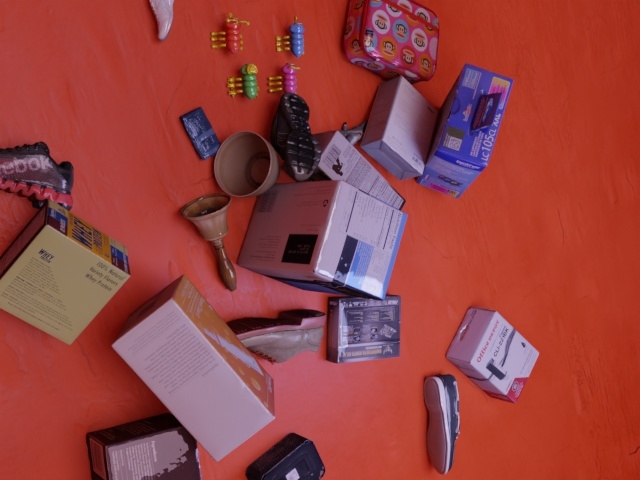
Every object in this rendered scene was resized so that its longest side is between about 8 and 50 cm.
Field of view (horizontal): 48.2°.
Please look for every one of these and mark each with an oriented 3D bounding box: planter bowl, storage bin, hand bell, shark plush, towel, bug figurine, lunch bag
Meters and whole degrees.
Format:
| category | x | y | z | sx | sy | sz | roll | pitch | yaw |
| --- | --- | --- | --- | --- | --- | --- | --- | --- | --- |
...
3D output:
| category | x | y | z | sx | sy | sz | roll | pitch | yaw |
| --- | --- | --- | --- | --- | --- | --- | --- | --- | --- |
| planter bowl | -0.166 | -0.181 | 1.771 | 0.109 | 0.162 | 0.162 | 11 | 85 | -63 |
| storage bin | -0.091 | 0.609 | 1.882 | 0.180 | 0.084 | 0.122 | -33 | 110 | -31 |
| hand bell | -0.246 | 0.019 | 1.757 | 0.126 | 0.126 | 0.242 | -32 | 121 | -30 |
| shark plush | 0.084 | -0.306 | 1.994 | 0.161 | 0.073 | 0.067 | -38 | 82 | -23 |
| towel | -0.290 | -0.262 | 1.745 | 0.067 | 0.029 | 0.119 | -37 | 112 | -29 |
| bug figurine | -0.135 | -0.468 | 1.820 | 0.279 | 0.072 | 0.216 | -9 | 97 | -35 |
| lunch bag | 0.209 | -0.599 | 2.037 | 0.293 | 0.120 | 0.258 | 14 | 80 | -36 |

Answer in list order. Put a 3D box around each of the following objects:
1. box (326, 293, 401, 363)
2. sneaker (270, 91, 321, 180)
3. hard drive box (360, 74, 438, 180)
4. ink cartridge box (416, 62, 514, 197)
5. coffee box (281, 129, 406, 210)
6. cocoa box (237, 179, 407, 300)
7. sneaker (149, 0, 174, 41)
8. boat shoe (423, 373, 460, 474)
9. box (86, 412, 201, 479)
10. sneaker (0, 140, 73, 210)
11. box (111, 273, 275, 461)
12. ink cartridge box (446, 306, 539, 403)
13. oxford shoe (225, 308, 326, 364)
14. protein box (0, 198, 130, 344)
| category | x | y | z | sx | sy | sz | roll | pitch | yaw |
| --- | --- | --- | --- | --- | --- | --- | --- | --- | --- |
| box | 0.127 | 0.248 | 2.039 | 0.231 | 0.056 | 0.183 | 0 | 92 | -35 |
| sneaker | -0.068 | -0.244 | 1.790 | 0.101 | 0.106 | 0.267 | 15 | 49 | -29 |
| hard drive box | 0.229 | -0.319 | 2.040 | 0.181 | 0.089 | 0.232 | 36 | 59 | -32 |
| ink cartridge box | 0.403 | -0.307 | 2.005 | 0.151 | 0.395 | 0.270 | 19 | 79 | 3 |
| coffee box | 0.065 | -0.150 | 1.915 | 0.297 | 0.168 | 0.119 | 42 | 69 | -30 |
| cocoa box | 0.000 | 0.000 | 1.763 | 0.228 | 0.347 | 0.231 | 23 | 78 | -34 |
| sneaker | -0.373 | -0.541 | 1.670 | 0.061 | 0.054 | 0.152 | 7 | 85 | -20 |
| boat shoe | 0.387 | 0.563 | 2.199 | 0.091 | 0.114 | 0.302 | -4 | 95 | -29 |
| box | -0.395 | 0.500 | 1.602 | 0.203 | 0.168 | 0.167 | -7 | 90 | -31 |
| sneaker | -0.632 | -0.154 | 1.467 | 0.276 | 0.098 | 0.135 | 20 | 80 | -36 |
| box | -0.271 | 0.277 | 1.598 | 0.168 | 0.215 | 0.345 | -37 | 102 | 4 |
| ink cartridge box | 0.558 | 0.369 | 2.311 | 0.273 | 0.114 | 0.197 | 41 | 70 | -28 |
| oxford shoe | -0.131 | 0.262 | 1.822 | 0.348 | 0.123 | 0.130 | -4 | 101 | -33 |
| protein box | -0.537 | 0.065 | 1.472 | 0.200 | 0.136 | 0.201 | 38 | 99 | -30 |
